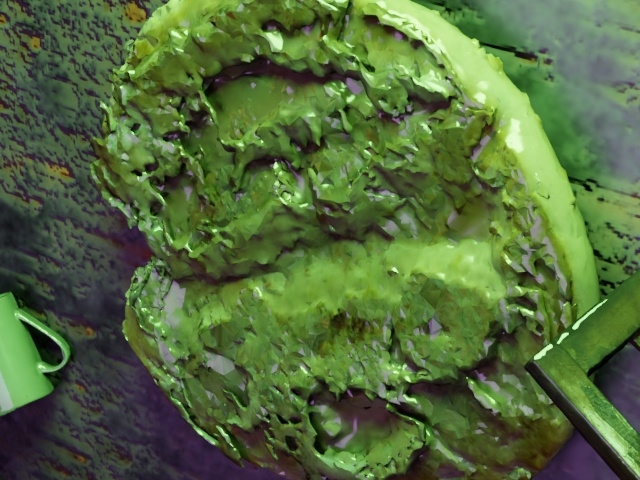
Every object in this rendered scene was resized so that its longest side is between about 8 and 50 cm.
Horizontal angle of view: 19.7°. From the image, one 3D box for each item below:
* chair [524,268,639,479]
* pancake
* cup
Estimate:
[{"bbox_3d":[0.322,0.136,0.867,0.416,0.203,0.240,49,163,9],"label":"chair"},{"bbox_3d":[-0.001,0.001,1.172,0.382,0.071,0.382,15,117,31],"label":"pancake"},{"bbox_3d":[-0.232,0.083,1.379,0.075,0.054,0.083,-17,95,39],"label":"cup"}]
